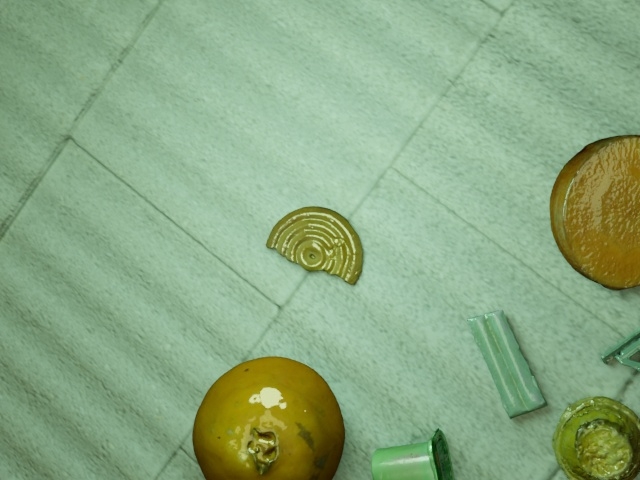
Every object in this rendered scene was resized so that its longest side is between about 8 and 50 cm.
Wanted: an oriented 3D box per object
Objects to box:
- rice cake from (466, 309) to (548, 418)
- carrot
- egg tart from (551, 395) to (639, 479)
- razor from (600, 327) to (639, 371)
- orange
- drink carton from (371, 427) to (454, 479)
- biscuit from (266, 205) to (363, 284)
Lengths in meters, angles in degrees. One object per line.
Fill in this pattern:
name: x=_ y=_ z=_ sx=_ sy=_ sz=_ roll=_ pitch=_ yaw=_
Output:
rice cake: x=0.383 y=0.252 z=1.446 sx=0.084 sy=0.040 sz=0.226 roll=-25 pitch=83 yaw=11
carrot: x=0.595 y=-0.055 z=1.396 sx=0.258 sy=0.100 sz=0.308 roll=4 pitch=97 yaw=10
egg tart: x=0.558 y=0.410 z=1.390 sx=0.191 sy=0.074 sz=0.192 roll=0 pitch=90 yaw=10
razor: x=0.686 y=0.308 z=1.373 sx=0.111 sy=0.056 sz=0.278 roll=-38 pitch=81 yaw=7
orange: x=-0.103 y=0.390 z=1.415 sx=0.311 sy=0.312 sz=0.313 roll=0 pitch=88 yaw=12
drink carton: x=0.188 y=0.475 z=1.438 sx=0.142 sy=0.144 sz=0.146 roll=-15 pitch=84 yaw=20
biscuit: x=0.000 y=0.000 z=1.541 sx=0.224 sy=0.033 sz=0.145 roll=26 pitch=94 yaw=11
